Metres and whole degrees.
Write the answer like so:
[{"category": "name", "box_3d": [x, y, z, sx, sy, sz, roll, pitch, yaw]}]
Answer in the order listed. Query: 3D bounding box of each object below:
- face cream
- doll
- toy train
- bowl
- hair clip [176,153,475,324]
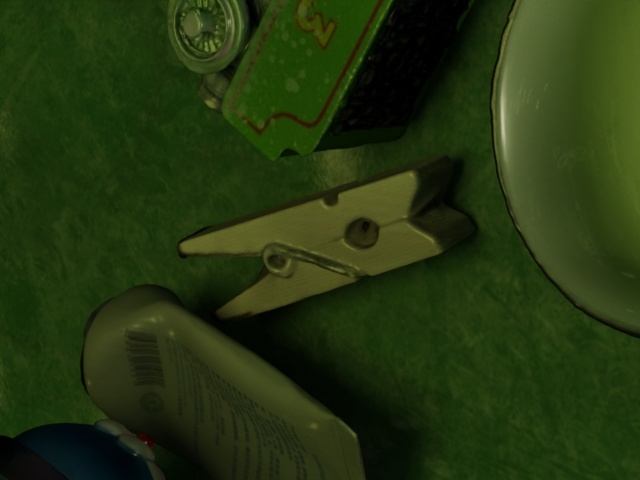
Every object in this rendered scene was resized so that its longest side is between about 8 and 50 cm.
[{"category": "face cream", "box_3d": [-0.096, 0.178, 2.001, 0.420, 0.137, 0.235, 33, 142, 39]}, {"category": "doll", "box_3d": [-0.244, 0.316, 2.030, 0.284, 0.240, 0.310, 34, 154, 29]}, {"category": "toy train", "box_3d": [0.005, -0.226, 1.869, 0.249, 0.173, 0.307, 44, 121, 26]}, {"category": "bowl", "box_3d": [0.319, -0.102, 1.517, 0.354, 0.185, 0.354, 2, 93, 46]}, {"category": "hair clip", "box_3d": [0.003, -0.001, 1.930, 0.331, 0.085, 0.101, -19, 93, 42]}]
